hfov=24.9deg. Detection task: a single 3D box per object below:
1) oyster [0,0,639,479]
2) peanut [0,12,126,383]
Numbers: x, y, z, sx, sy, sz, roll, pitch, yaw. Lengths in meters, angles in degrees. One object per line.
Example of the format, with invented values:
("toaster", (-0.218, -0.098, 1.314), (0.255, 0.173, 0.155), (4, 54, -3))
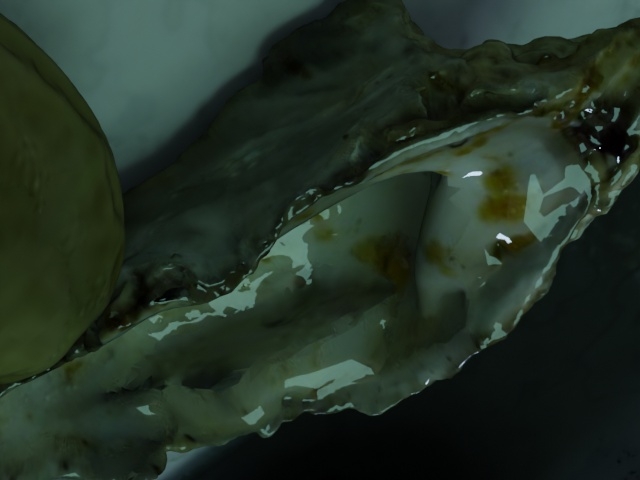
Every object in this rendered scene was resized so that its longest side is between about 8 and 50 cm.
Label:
("oyster", (-0.003, -0.004, 0.620), (0.341, 0.110, 0.166), (-43, 130, 9))
("peanut", (-0.183, -0.052, 0.451), (0.147, 0.147, 0.305), (-40, 134, 3))
